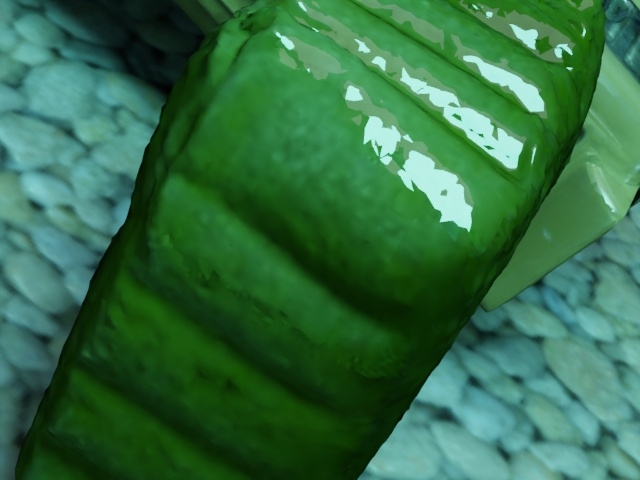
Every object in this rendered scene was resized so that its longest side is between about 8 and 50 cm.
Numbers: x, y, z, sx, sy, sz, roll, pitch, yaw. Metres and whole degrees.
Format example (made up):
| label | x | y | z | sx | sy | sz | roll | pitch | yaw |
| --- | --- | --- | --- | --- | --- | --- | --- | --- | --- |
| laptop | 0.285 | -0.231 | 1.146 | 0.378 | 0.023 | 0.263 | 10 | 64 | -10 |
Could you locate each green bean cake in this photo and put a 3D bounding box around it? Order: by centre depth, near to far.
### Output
| label | x | y | z | sx | sy | sz | roll | pitch | yaw |
| --- | --- | --- | --- | --- | --- | --- | --- | --- | --- |
| green bean cake | 0.000 | 0.000 | 0.618 | 0.125 | 0.248 | 0.222 | 35 | 35 | 4 |

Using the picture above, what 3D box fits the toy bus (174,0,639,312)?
| label | x | y | z | sx | sy | sz | roll | pitch | yaw |
| --- | --- | --- | --- | --- | --- | --- | --- | --- | --- |
| toy bus | 0.034 | -0.143 | 0.804 | 0.365 | 0.177 | 0.202 | 47 | 32 | -6 |
